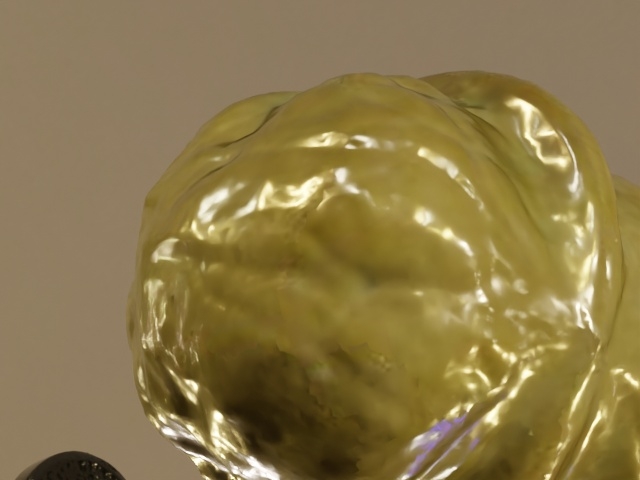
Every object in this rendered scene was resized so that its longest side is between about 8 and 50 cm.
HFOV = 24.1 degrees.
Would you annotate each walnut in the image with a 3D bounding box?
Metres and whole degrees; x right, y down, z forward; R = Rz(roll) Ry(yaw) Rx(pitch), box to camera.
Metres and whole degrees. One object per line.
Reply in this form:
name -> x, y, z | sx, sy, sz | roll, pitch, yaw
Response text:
walnut -> 0.047, 0.042, 0.776 | 0.282, 0.253, 0.277 | 49, -24, -26

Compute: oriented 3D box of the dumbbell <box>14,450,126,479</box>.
dumbbell -> -0.219, 0.219, 1.104 | 0.191, 0.100, 0.100 | -26, -77, 48
